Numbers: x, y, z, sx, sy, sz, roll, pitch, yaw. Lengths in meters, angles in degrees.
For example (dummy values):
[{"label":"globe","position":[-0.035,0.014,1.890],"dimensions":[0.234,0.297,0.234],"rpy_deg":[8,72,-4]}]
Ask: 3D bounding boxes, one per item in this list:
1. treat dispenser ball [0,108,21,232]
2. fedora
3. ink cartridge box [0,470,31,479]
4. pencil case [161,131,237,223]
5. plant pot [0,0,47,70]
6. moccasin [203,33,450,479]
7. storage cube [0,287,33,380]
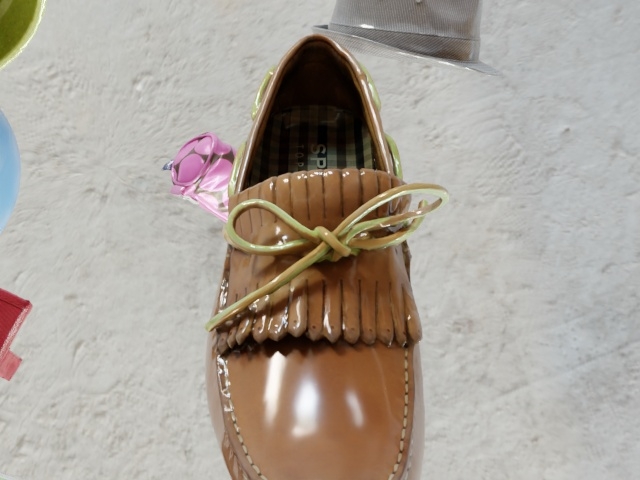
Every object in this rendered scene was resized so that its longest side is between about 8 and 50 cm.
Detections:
[{"label":"treat dispenser ball","position":[-0.534,-0.092,1.011],"dimensions":[0.288,0.288,0.288],"rpy_deg":[-1,95,-15]},{"label":"fedora","position":[0.129,-0.315,1.110],"dimensions":[0.276,0.244,0.124],"rpy_deg":[13,108,14]},{"label":"ink cartridge box","position":[-0.332,0.335,0.896],"dimensions":[0.198,0.273,0.114],"rpy_deg":[15,69,15]},{"label":"pencil case","position":[-0.118,-0.063,1.129],"dimensions":[0.209,0.095,0.098],"rpy_deg":[35,67,-42]},{"label":"plant pot","position":[-0.468,-0.346,0.870],"dimensions":[0.276,0.276,0.254],"rpy_deg":[-22,58,-12]},{"label":"moccasin","position":[0.003,0.000,0.499],"dimensions":[0.139,0.380,0.147],"rpy_deg":[4,134,3]},{"label":"storage cube","position":[-0.317,0.090,0.490],"dimensions":[0.215,0.184,0.193],"rpy_deg":[30,71,-20]}]
